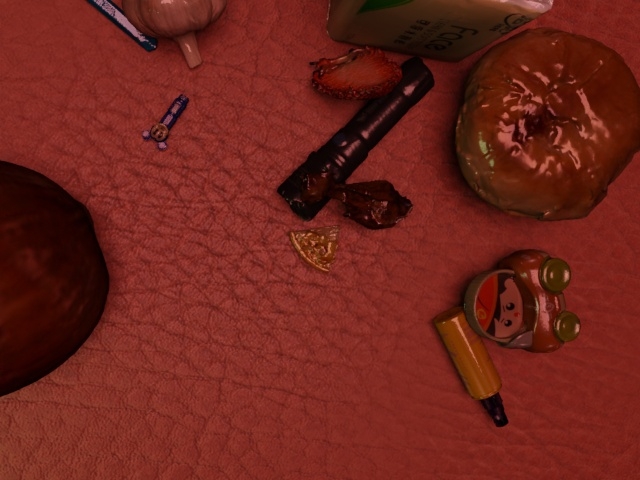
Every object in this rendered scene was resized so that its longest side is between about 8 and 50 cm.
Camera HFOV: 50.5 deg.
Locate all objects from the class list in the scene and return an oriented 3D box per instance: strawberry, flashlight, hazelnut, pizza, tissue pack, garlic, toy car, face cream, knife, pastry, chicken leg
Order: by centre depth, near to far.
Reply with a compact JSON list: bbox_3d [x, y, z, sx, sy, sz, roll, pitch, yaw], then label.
[{"bbox_3d":[-0.578,0.061,1.184,0.421,0.353,0.420,17,64,-38],"label":"hazelnut"},{"bbox_3d":[0.207,-0.493,1.292,0.332,0.405,0.205,7,92,-10],"label":"tissue pack"},{"bbox_3d":[-0.279,-0.448,1.341,0.219,0.218,0.212,-21,134,-10],"label":"garlic"},{"bbox_3d":[0.066,-0.090,1.357,0.304,0.093,0.113,16,124,-48],"label":"chicken leg"},{"bbox_3d":[-0.451,-0.483,1.362,0.297,0.026,0.044,40,86,-10],"label":"knife"},{"bbox_3d":[-0.308,-0.245,1.379,0.057,0.035,0.121,35,84,-8],"label":"flashlight"},{"bbox_3d":[0.076,-0.317,1.386,0.167,0.208,0.087,-22,129,-3],"label":"strawberry"},{"bbox_3d":[0.465,-0.237,1.415,0.410,0.245,0.409,0,89,-7],"label":"pastry"},{"bbox_3d":[0.083,-0.218,1.420,0.103,0.103,0.424,44,82,-7],"label":"flashlight"},{"bbox_3d":[0.000,0.000,1.439,0.123,0.026,0.108,45,80,-6],"label":"pizza"},{"bbox_3d":[0.411,0.141,1.443,0.235,0.145,0.234,0,89,-17],"label":"toy car"},{"bbox_3d":[0.338,0.279,1.472,0.078,0.078,0.273,-27,95,-10],"label":"face cream"}]
